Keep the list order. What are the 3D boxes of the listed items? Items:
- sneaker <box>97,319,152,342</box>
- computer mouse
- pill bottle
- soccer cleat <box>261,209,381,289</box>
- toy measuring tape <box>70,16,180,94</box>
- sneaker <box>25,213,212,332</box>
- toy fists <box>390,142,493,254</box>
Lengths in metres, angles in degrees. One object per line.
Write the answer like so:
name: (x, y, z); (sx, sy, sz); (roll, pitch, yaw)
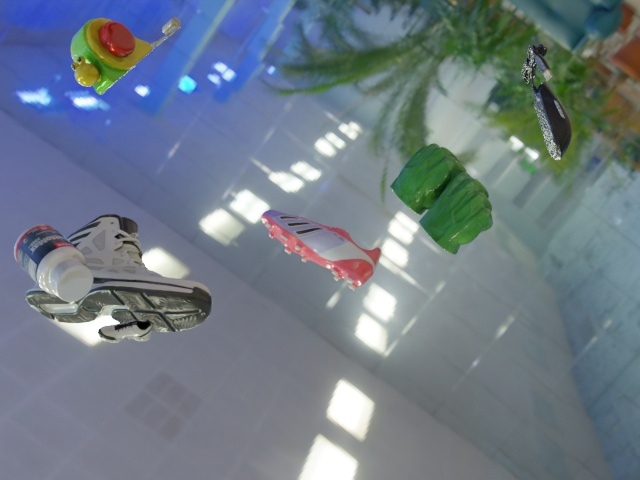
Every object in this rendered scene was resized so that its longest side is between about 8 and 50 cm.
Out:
sneaker: (-0.379, 0.171, 1.897); (0.109, 0.043, 0.040); (-1, -132, -28)
computer mouse: (0.531, -0.325, 2.228); (0.184, 0.060, 0.262); (74, -179, -71)
pill bottle: (-0.540, 0.049, 1.993); (0.180, 0.108, 0.108); (34, -173, 41)
soccer cleat: (0.000, 0.000, 1.891); (0.248, 0.095, 0.083); (32, 163, 17)
toy measuring tape: (-0.373, -0.377, 1.817); (0.121, 0.121, 0.330); (36, -142, -4)
sneaker: (-0.415, 0.047, 2.131); (0.448, 0.257, 0.169); (2, 145, 24)
toy fists: (0.257, -0.093, 1.992); (0.096, 0.142, 0.279); (27, -160, -35)
